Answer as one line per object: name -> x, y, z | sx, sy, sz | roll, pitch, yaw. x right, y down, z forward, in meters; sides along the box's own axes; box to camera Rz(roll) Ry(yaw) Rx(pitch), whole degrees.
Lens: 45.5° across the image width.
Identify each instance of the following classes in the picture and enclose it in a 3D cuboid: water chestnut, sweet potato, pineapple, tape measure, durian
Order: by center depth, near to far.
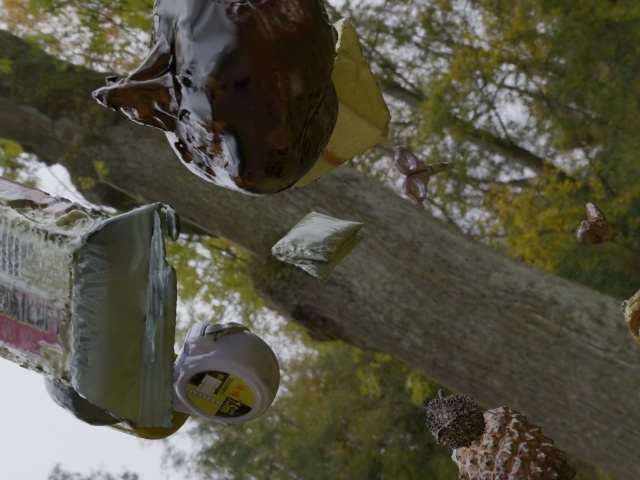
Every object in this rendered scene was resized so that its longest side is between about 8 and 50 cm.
durian -> 0.184, 0.242, 1.046 | 0.080, 0.091, 0.080 | -13, -34, -9
water chestnut -> -0.140, -0.220, 1.072 | 0.346, 0.335, 0.335 | -21, -44, -31
pineapple -> 0.363, 0.416, 1.188 | 0.175, 0.361, 0.175 | -18, -53, -26
tape measure -> -0.156, 0.217, 1.248 | 0.196, 0.178, 0.105 | -53, 15, 36
sweet potato -> 0.561, -0.025, 1.564 | 0.058, 0.078, 0.255 | -43, -6, 27

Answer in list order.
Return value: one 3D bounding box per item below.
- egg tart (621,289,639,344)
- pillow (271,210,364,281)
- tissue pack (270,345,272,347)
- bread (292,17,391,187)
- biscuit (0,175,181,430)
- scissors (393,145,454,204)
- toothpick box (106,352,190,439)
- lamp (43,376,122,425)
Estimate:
egg tart -> 0.787, 0.139, 1.650 | 0.107, 0.290, 0.291 | -81, 1, -57
pillow -> 0.000, 0.000, 1.558 | 0.181, 0.134, 0.078 | -42, -39, -49
tissue pack -> -0.139, 0.243, 1.468 | 0.079, 0.085, 0.111 | -36, 2, 34
bread -> -0.011, -0.260, 1.445 | 0.198, 0.263, 0.236 | 37, -141, -36
biscuit -> -0.243, 0.022, 0.617 | 0.079, 0.309, 0.186 | -28, -48, -58
scissors -> 0.203, -0.130, 1.420 | 0.212, 0.021, 0.110 | -17, -92, -50
toothpick box -> -0.403, 0.305, 1.570 | 0.175, 0.271, 0.175 | 2, -93, -50
lamp -> -0.402, 0.164, 1.248 | 0.182, 0.314, 0.182 | -46, -7, -7
